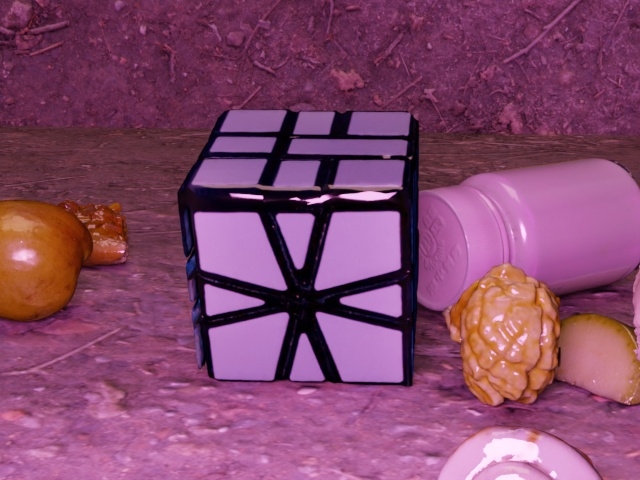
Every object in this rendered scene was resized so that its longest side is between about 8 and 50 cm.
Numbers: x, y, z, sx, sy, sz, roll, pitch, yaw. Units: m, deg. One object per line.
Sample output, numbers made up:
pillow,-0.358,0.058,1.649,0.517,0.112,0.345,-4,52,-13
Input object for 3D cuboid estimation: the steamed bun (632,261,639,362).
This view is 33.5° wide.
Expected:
steamed bun,0.528,0.105,1.178,0.334,0.233,0.312,-21,26,-34

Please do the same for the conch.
conch,0.192,0.213,0.964,0.158,0.127,0.255,3,14,16

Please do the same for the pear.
pear,-0.447,0.028,1.602,0.200,0.200,0.200,-1,14,0

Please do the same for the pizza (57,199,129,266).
pizza,-0.487,-0.007,1.971,0.258,0.087,0.268,-6,17,-10

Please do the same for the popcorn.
popcorn,0.233,0.120,1.295,0.142,0.173,0.173,-17,14,2

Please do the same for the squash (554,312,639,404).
squash,0.381,0.131,1.369,0.184,0.085,0.192,-13,20,-37

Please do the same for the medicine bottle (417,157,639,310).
medicine bottle,0.319,-0.009,1.663,0.379,0.213,0.213,-9,17,-32

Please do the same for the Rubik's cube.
Rubik's cube,-0.013,0.002,1.402,0.294,0.288,0.283,-2,28,5
